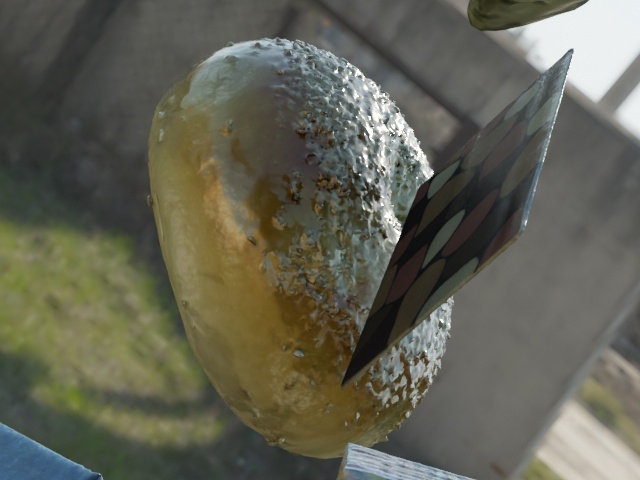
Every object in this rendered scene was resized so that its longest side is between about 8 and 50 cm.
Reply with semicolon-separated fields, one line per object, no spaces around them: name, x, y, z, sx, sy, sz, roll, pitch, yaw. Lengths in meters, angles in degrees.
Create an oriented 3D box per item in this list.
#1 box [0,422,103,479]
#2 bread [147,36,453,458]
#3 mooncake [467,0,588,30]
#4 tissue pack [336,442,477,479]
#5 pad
box;-0.237;0.251;1.302;0.261;0.116;0.279;19;-47;39
bread;0.000;0.000;1.320;0.305;0.159;0.305;53;27;-43
mooncake;0.094;-0.236;0.809;0.254;0.250;0.136;49;-16;-11
tissue pack;0.041;0.127;0.775;0.083;0.063;0.035;16;15;-2
pad;0.086;-0.019;1.118;0.003;0.158;0.235;40;34;-10
